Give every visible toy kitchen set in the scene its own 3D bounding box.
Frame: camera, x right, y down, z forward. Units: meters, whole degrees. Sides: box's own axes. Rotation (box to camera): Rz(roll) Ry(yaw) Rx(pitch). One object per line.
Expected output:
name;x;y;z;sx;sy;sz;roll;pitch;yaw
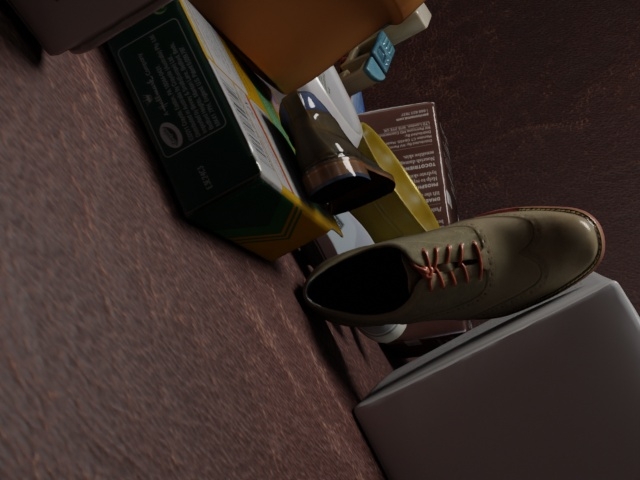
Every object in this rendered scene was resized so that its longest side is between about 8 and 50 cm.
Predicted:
toy kitchen set;0.065;-0.346;1.701;0.166;0.122;0.207;53;31;-23

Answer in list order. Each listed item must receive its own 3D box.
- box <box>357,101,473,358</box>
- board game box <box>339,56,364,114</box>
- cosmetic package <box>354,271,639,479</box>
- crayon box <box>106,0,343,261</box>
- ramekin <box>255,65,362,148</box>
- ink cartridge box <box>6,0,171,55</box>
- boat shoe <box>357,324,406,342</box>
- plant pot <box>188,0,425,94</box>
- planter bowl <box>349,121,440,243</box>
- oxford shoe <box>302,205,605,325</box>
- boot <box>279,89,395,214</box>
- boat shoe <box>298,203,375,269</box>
box;0.157;-0.012;1.791;0.191;0.143;0.382;45;39;-72
board game box;0.042;-0.140;1.772;0.145;0.027;0.281;72;21;-58
cosmetic package;0.277;0.255;1.355;0.329;0.327;0.393;63;9;4
crayon box;-0.087;-0.097;1.097;0.203;0.083;0.323;64;8;15
ramekin;-0.048;-0.202;1.484;0.273;0.127;0.273;57;13;-20
ink cartridge box;-0.170;-0.365;0.715;0.395;0.285;0.166;57;8;-34
boat shoe;0.044;0.046;1.527;0.081;0.079;0.227;44;13;-47
plant pot;-0.044;-0.297;1.192;0.291;0.203;0.291;41;2;-2
planter bowl;0.086;-0.060;1.614;0.217;0.090;0.217;52;13;-18
oxford shoe;0.147;0.040;1.244;0.130;0.348;0.123;1;73;-75
boot;0.019;-0.092;1.159;0.106;0.082;0.219;66;10;10
boat shoe;0.000;0.000;1.383;0.228;0.076;0.080;53;48;-19
